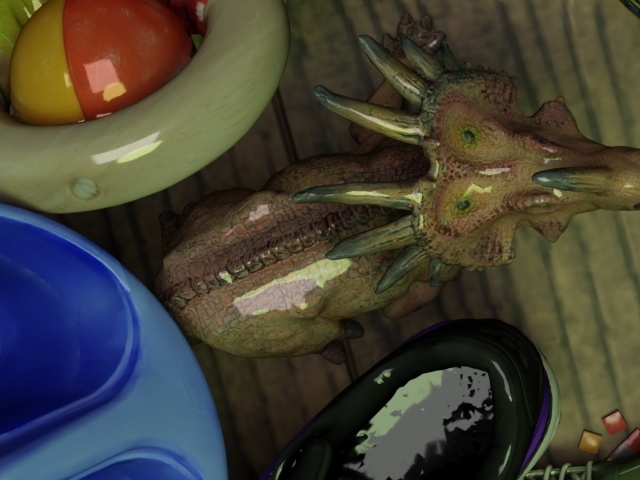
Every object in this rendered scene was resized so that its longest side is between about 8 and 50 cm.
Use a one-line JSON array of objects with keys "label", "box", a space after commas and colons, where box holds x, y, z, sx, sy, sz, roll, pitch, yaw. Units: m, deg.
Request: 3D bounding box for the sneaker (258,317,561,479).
[{"label": "sneaker", "box": [-0.009, 0.143, 0.766, 0.102, 0.146, 0.293, 40, 87, 9]}]

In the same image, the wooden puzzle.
[{"label": "wooden puzzle", "box": [0.160, 0.128, 0.877, 0.083, 0.006, 0.049, 43, 99, -1]}]

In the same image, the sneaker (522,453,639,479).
[{"label": "sneaker", "box": [0.095, 0.142, 0.851, 0.192, 0.064, 0.086, -40, 94, 17]}]

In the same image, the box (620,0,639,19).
[{"label": "box", "box": [0.202, -0.171, 0.806, 0.054, 0.059, 0.169, 42, 99, 0]}]

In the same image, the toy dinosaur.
[{"label": "toy dinosaur", "box": [0.000, 0.000, 0.778, 0.296, 0.200, 0.127, -34, 93, 9]}]

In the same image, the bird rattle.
[{"label": "bird rattle", "box": [-0.083, -0.090, 0.785, 0.253, 0.207, 0.143, -4, 137, 6]}]

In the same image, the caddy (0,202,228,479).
[{"label": "caddy", "box": [-0.201, 0.124, 0.687, 0.341, 0.179, 0.241, -24, 92, -30]}]
